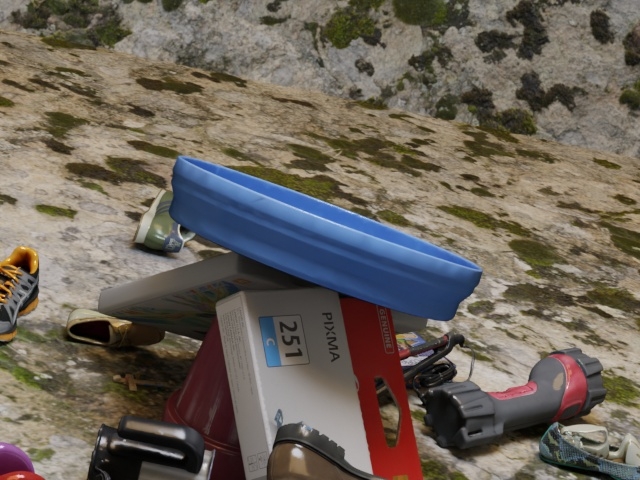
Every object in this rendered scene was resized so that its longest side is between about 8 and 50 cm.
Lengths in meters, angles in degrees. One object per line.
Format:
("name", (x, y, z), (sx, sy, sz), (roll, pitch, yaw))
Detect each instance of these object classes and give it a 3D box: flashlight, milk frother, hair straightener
("flashlight", (0.268, 0.216, 2.327), (0.304, 0.103, 0.103), (-5, 0, -41))
("milk frother", (-0.195, 0.278, 1.860), (0.135, 0.129, 0.143), (13, 62, -2))
("hair straightener", (0.136, 0.191, 2.353), (0.230, 0.089, 0.047), (-17, 0, -42))

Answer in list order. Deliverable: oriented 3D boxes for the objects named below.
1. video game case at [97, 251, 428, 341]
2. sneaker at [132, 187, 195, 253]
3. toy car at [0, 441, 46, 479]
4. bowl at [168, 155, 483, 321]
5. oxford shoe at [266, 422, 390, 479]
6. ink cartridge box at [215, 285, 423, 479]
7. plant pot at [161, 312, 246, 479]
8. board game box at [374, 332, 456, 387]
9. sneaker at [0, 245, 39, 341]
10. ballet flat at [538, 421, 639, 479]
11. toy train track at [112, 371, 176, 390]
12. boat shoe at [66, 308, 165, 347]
("video game case", (-0.078, 0.091, 2.169), (0.300, 0.036, 0.329), (18, -21, -34))
("sneaker", (-0.242, -0.024, 2.712), (0.086, 0.064, 0.192), (22, 19, 0))
("toy car", (-0.328, 0.272, 1.687), (0.159, 0.136, 0.182), (-1, 24, -35))
("bowl", (0.000, 0.000, 2.008), (0.391, 0.077, 0.391), (21, 4, -2))
("oxford shoe", (0.035, 0.297, 1.813), (0.227, 0.083, 0.096), (31, 48, -11))
("ink cartridge box", (0.023, 0.200, 1.940), (0.261, 0.296, 0.066), (-2, -15, -37))
("plant pot", (-0.084, 0.183, 2.045), (0.201, 0.180, 0.201), (12, 19, -4))
("board game box", (0.077, 0.168, 2.419), (0.201, 0.035, 0.136), (1, 23, -33))
("sneaker", (-0.434, 0.072, 2.264), (0.084, 0.083, 0.215), (16, 20, 1))
("ballet flat", (0.391, 0.286, 2.263), (0.188, 0.070, 0.070), (13, 19, -5))
("toy train track", (-0.230, 0.182, 2.198), (0.083, 0.014, 0.048), (8, 20, -18))
("boat shoe", (-0.280, 0.126, 2.279), (0.135, 0.050, 0.045), (4, 22, 2))
